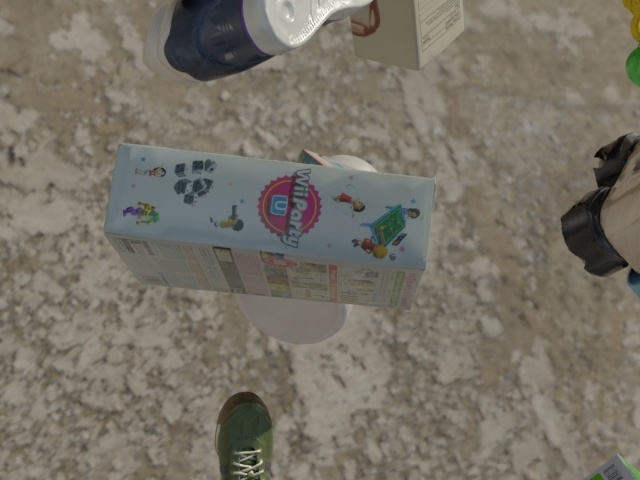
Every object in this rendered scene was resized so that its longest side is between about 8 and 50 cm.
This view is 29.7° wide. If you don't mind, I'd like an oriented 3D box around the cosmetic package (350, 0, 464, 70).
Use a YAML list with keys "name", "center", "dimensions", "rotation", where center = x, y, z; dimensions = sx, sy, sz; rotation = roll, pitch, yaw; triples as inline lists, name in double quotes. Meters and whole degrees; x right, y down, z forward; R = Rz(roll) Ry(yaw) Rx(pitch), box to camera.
- name: "cosmetic package"
  center: [0.125, -0.432, 1.854]
  dimensions: [0.129, 0.296, 0.153]
  rotation: [18, 43, 31]

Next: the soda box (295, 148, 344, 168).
- name: "soda box"
  center: [0.034, -0.049, 1.560]
  dimensions: [0.063, 0.058, 0.183]
  rotation: [16, 19, -45]

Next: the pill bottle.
- name: "pill bottle"
  center: [0.000, 0.000, 1.740]
  dimensions: [0.169, 0.169, 0.301]
  rotation: [40, 36, -9]

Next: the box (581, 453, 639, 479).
- name: "box"
  center: [0.418, 0.482, 1.707]
  dimensions: [0.127, 0.231, 0.262]
  rotation: [39, 14, -42]

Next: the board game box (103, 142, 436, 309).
- name: "board game box"
  center: [-0.046, -0.007, 1.224]
  dimensions: [0.303, 0.224, 0.097]
  rotation: [7, 77, 2]

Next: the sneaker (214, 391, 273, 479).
- name: "sneaker"
  center: [-0.073, 0.262, 1.265]
  dimensions: [0.064, 0.086, 0.192]
  rotation: [-1, 112, -20]

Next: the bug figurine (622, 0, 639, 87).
- name: "bug figurine"
  center: [0.311, -0.085, 0.818]
  dimensions: [0.279, 0.216, 0.072]
  rotation: [27, 96, -16]

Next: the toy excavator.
- name: "toy excavator"
  center: [0.579, 0.001, 1.575]
  dimensions: [0.445, 0.222, 0.433]
  rotation: [48, 45, -8]

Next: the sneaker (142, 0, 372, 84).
- name: "sneaker"
  center: [-0.082, -0.291, 1.459]
  dimensions: [0.323, 0.236, 0.130]
  rotation: [-50, 122, -48]
